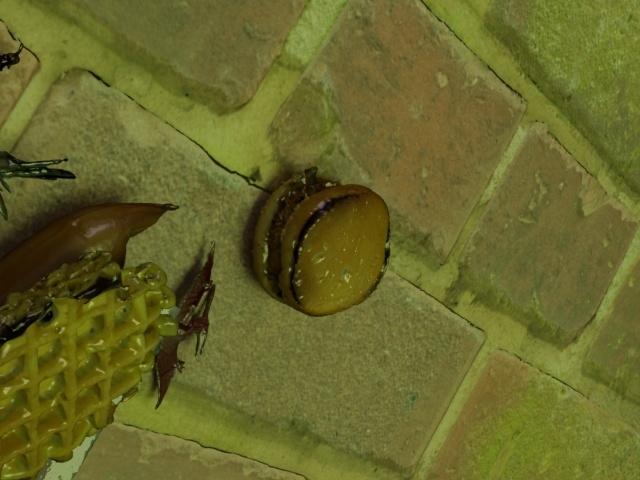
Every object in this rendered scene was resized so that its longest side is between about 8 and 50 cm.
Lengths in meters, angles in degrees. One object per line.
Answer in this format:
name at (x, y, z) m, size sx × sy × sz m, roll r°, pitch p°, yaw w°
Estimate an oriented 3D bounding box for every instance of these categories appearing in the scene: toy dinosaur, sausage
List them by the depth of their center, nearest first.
sausage at (-0.282, 0.047, 1.171) m, size 0.328 × 0.112 × 0.112 m, roll -43°, pitch 133°, yaw -21°
toy dinosaur at (-0.165, 0.103, 1.358) m, size 0.108 × 0.032 × 0.220 m, roll 6°, pitch 107°, yaw -62°

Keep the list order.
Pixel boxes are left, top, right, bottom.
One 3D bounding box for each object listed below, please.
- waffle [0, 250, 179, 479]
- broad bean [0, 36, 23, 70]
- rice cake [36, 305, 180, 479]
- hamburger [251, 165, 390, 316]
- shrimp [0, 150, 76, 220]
waffle at (-0.273, 0.132, 1.109) m, size 0.312 × 0.060 × 0.307 m, roll -48°, pitch 154°, yaw -10°
broad bean at (-0.379, -0.177, 1.020) m, size 0.227 × 0.039 × 0.069 m, roll 7°, pitch 110°, yaw -47°
rice cake at (-0.280, 0.175, 1.257) m, size 0.106 × 0.050 × 0.298 m, roll 34°, pitch 84°, yaw -26°
hamburger at (0.003, 0.006, 1.430) m, size 0.191 × 0.118 × 0.181 m, roll 16°, pitch 100°, yaw -44°
shrimp at (-0.394, -0.043, 1.015) m, size 0.372 × 0.137 × 0.172 m, roll 14°, pitch 135°, yaw -40°
